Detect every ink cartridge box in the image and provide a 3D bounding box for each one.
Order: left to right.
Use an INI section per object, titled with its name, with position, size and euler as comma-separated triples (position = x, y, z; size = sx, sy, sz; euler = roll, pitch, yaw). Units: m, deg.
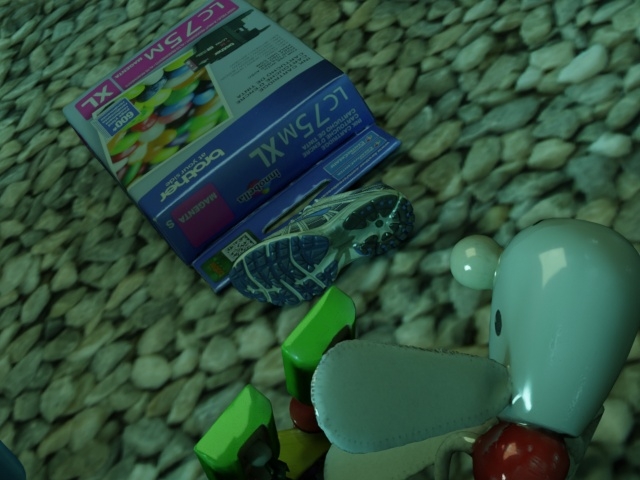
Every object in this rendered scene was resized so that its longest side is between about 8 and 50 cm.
[ink cartridge box]
position = -0.080, -0.091, 1.299
size = 0.186, 0.065, 0.311
euler = -38, 35, -5

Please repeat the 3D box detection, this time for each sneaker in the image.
[sneaker]
position = 0.000, 0.000, 1.132
size = 0.135, 0.052, 0.058
euler = -23, 24, 3

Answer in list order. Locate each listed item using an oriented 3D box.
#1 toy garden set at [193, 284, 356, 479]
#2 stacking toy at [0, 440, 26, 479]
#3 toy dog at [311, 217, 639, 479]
[toy garden set]
position = -0.051, 0.156, 0.887
size = 0.049, 0.204, 0.244
euler = 38, 77, 12
[stacking toy]
position = -0.260, 0.240, 0.974
size = 0.175, 0.166, 0.302
euler = -30, 45, 5
[toy dog]
position = 0.016, 0.136, 0.753
size = 0.161, 0.220, 0.333
euler = 24, 57, 11
